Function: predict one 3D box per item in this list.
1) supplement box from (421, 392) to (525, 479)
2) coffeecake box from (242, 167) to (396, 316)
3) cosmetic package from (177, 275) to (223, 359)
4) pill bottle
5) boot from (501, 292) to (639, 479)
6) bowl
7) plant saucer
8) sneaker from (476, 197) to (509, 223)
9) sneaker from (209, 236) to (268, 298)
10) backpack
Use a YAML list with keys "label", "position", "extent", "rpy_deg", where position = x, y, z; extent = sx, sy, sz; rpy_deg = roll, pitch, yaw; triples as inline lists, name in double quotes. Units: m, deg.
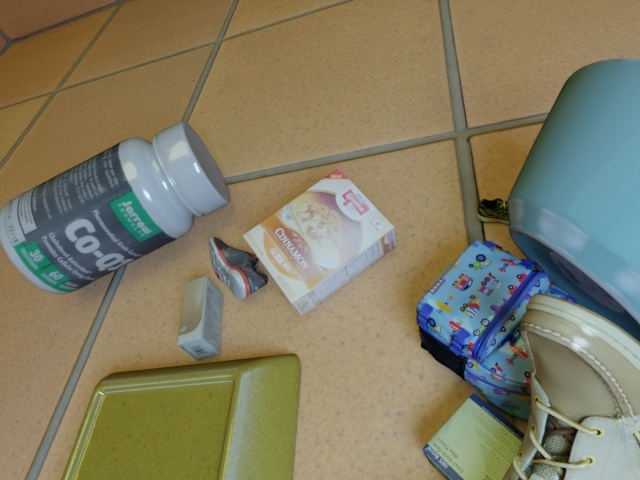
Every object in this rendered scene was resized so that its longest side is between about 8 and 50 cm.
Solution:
- label: "supplement box"
  position: [0.167, 0.224, 0.484]
  extent: [0.083, 0.056, 0.083]
  rpy_deg: [-42, 48, -12]
- label: "coffeecake box"
  position: [0.000, 0.000, 0.717]
  extent: [0.186, 0.068, 0.142]
  rpy_deg: [-36, 62, -7]
- label: "cosmetic package"
  position: [-0.186, 0.121, 0.731]
  extent: [0.041, 0.060, 0.115]
  rpy_deg: [-17, 46, 11]
- label: "pill bottle"
  position: [-0.370, -0.065, 0.869]
  extent: [0.361, 0.204, 0.204]
  rpy_deg: [-27, 47, 3]
- label: "boot"
  position: [0.183, 0.186, 0.377]
  extent: [0.203, 0.262, 0.095]
  rpy_deg: [-43, 32, -11]
- label: "bowl"
  position: [0.318, -0.010, 0.472]
  extent: [0.163, 0.311, 0.311]
  rpy_deg: [-46, 47, 6]
- label: "plant saucer"
  position: [-0.202, 0.295, 0.581]
  extent: [0.333, 0.081, 0.332]
  rpy_deg: [-11, 49, 17]
- label: "sneaker"
  position: [0.268, -0.043, 0.673]
  extent: [0.083, 0.035, 0.031]
  rpy_deg: [1, 54, 25]
- label: "sneaker"
  position: [-0.140, 0.042, 0.790]
  extent: [0.065, 0.061, 0.158]
  rpy_deg: [-18, 42, -28]
- label: "backpack"
  position: [0.215, 0.102, 0.524]
  extent: [0.158, 0.116, 0.173]
  rpy_deg: [-41, 49, -12]
